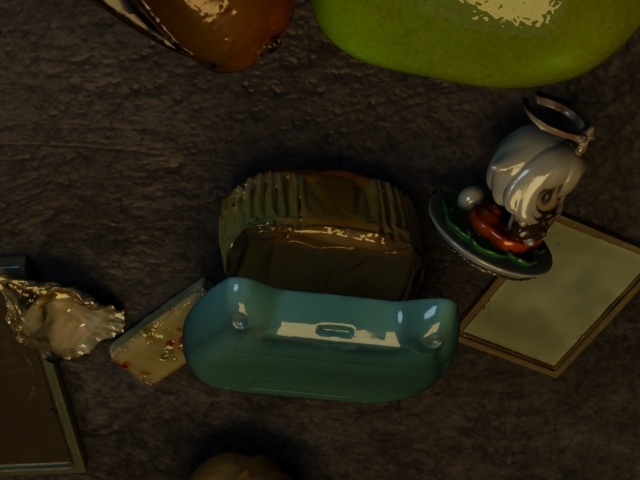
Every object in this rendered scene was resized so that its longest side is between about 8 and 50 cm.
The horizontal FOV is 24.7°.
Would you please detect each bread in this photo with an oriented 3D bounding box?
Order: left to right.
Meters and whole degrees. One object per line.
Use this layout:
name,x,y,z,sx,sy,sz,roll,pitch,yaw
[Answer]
bread,-0.149,0.096,1.524,0.154,0.028,0.068,-35,122,27
bread,0.000,0.000,1.373,0.191,0.114,0.132,4,136,-13

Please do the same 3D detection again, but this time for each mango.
mango,-0.128,-0.232,1.138,0.249,0.151,0.156,31,164,-17
mango,0.127,-0.211,1.145,0.273,0.149,0.185,5,135,4

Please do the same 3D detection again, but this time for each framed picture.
framed picture,-0.403,0.148,1.584,0.247,0.022,0.335,-3,133,4
framed picture,0.238,0.058,1.488,0.136,0.010,0.201,21,130,-16

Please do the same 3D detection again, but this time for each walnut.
walnut,-0.088,0.324,1.653,0.159,0.159,0.206,4,134,-1

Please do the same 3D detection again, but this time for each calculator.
calculator,-0.006,0.110,1.406,0.256,0.054,0.386,6,166,-6

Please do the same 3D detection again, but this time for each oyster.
oyster,-0.265,0.085,1.493,0.146,0.045,0.121,-6,127,-32

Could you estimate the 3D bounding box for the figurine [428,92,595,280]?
figurine,0.182,-0.059,1.319,0.132,0.132,0.153,19,119,-16
